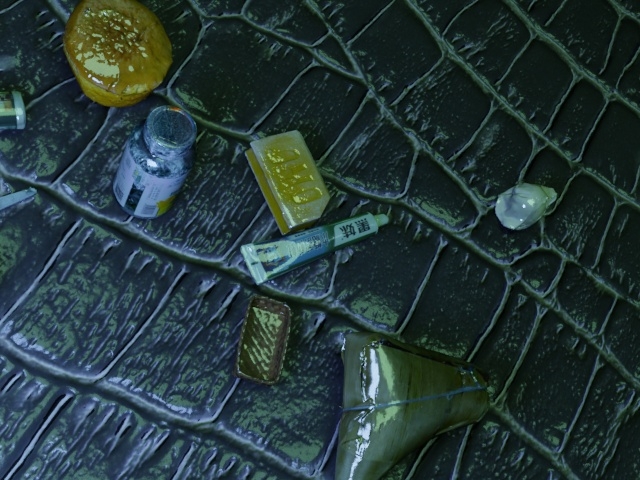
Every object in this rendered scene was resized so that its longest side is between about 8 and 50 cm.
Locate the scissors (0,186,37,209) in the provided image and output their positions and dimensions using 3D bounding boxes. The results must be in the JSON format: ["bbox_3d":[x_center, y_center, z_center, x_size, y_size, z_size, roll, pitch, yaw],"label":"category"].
[{"bbox_3d":[-0.721,-0.037,1.533,0.360,0.029,0.191,-30,100,-40],"label":"scissors"}]

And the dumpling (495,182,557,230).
[{"bbox_3d":[0.549,-0.105,2.115,0.188,0.108,0.127,-39,63,-17],"label":"dumpling"}]

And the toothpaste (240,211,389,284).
[{"bbox_3d":[0.000,0.000,1.834,0.392,0.061,0.098,-19,78,-28],"label":"toothpaste"}]

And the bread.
[{"bbox_3d":[-0.463,-0.432,1.782,0.269,0.146,0.268,10,65,-24],"label":"bread"}]

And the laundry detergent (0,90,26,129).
[{"bbox_3d":[-0.736,-0.267,1.619,0.226,0.070,0.099,-8,55,-26],"label":"laundry detergent"}]

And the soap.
[{"bbox_3d":[-0.071,-0.139,1.860,0.140,0.073,0.232,-19,76,-26],"label":"soap"}]

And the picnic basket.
[{"bbox_3d":[-0.126,0.217,1.678,0.110,0.055,0.193,19,61,-14],"label":"picnic basket"}]

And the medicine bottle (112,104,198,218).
[{"bbox_3d":[-0.340,-0.163,1.618,0.142,0.293,0.141,10,63,-20],"label":"medicine bottle"}]

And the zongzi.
[{"bbox_3d":[0.197,0.416,1.676,0.356,0.174,0.392,16,70,-24],"label":"zongzi"}]
